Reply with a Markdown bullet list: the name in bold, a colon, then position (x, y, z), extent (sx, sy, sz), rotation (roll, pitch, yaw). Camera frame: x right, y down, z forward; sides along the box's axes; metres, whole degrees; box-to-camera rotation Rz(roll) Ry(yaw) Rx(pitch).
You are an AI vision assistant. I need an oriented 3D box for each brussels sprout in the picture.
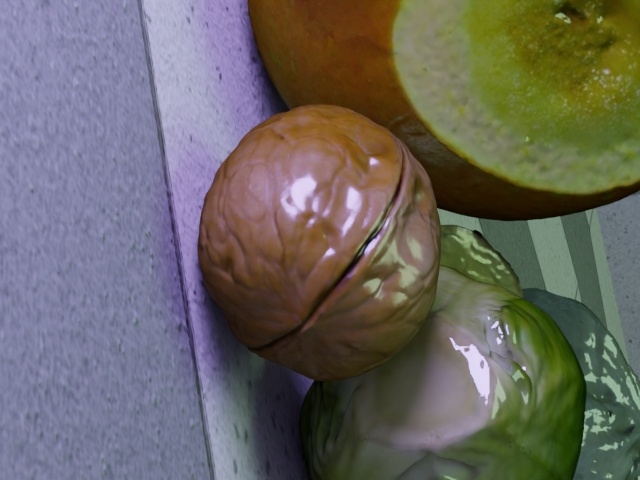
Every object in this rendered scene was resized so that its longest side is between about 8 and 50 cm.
- **brussels sprout**: position (0.089, 0.130, 1.312), extent (0.219, 0.210, 0.271), rotation (-62, 165, -6)

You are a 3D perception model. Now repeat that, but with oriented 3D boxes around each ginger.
- **ginger**: position (0.138, 0.037, 1.869), extent (0.193, 0.115, 0.122), rotation (58, 3, -37)

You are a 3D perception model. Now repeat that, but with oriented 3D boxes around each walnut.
- **walnut**: position (0.000, 0.000, 1.191), extent (0.207, 0.167, 0.167), rotation (-83, 158, -58)

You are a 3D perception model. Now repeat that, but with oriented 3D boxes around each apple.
- **apple**: position (0.134, -0.204, 1.399), extent (0.374, 0.384, 0.374), rotation (9, 80, -55)

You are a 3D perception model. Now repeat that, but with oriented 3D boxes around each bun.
- **bun**: position (0.280, 0.225, 2.019), extent (0.354, 0.194, 0.354), rotation (-14, 90, -78)
